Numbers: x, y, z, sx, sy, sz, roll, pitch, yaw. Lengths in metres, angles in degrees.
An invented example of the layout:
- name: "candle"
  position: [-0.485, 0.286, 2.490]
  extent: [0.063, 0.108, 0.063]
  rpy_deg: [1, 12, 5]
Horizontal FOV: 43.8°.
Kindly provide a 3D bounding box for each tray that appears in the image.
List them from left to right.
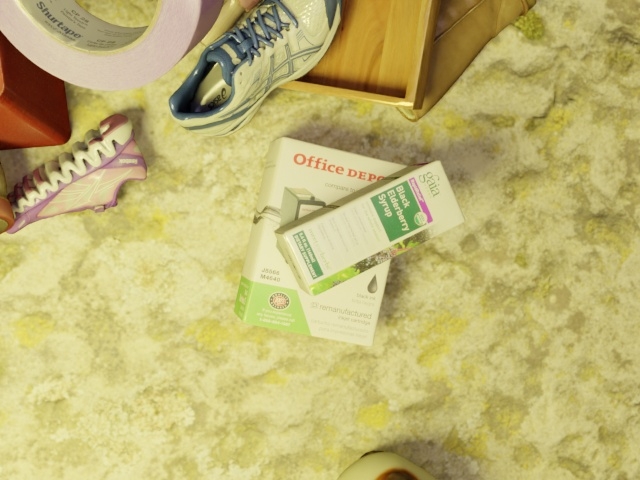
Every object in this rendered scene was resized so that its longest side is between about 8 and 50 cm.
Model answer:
- name: "tray"
  position: [0.075, -0.404, 1.117]
  extent: [0.203, 0.076, 0.410]
  rpy_deg: [13, 102, 17]

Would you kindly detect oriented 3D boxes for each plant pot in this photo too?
- name: "plant pot"
  position: [-0.481, -0.249, 1.009]
  extent: [0.268, 0.236, 0.267]
  rpy_deg: [-7, 95, -11]

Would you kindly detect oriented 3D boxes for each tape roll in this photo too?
- name: "tape roll"
  position: [-0.244, -0.308, 0.874]
  extent: [0.275, 0.090, 0.274]
  rpy_deg: [8, 125, 11]

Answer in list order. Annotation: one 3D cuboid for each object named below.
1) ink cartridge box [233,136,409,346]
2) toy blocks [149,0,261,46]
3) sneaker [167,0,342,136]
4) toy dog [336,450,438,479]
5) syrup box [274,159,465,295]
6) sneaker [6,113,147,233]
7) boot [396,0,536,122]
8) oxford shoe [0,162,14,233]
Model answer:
- name: "ink cartridge box"
  position: [0.000, 0.000, 1.179]
  extent: [0.199, 0.115, 0.272]
  rpy_deg: [12, 91, -12]
- name: "toy blocks"
  position: [-0.178, -0.452, 1.033]
  extent: [0.309, 0.288, 0.260]
  rpy_deg: [38, 92, -9]
- name: "sneaker"
  position: [-0.087, -0.253, 1.089]
  extent: [0.112, 0.131, 0.296]
  rpy_deg: [45, 107, 10]
- name: "toy dog"
  position: [0.031, 0.499, 1.164]
  extent: [0.395, 0.284, 0.408]
  rpy_deg: [40, 84, 7]
- name: "syrup box"
  position: [0.066, -0.020, 1.083]
  extent: [0.237, 0.096, 0.093]
  rpy_deg: [-25, 98, -9]
- name: "sneaker"
  position: [-0.343, -0.072, 1.126]
  extent: [0.236, 0.095, 0.104]
  rpy_deg: [-35, 123, -2]
- name: "boot"
  position: [0.170, -0.354, 1.207]
  extent: [0.269, 0.089, 0.236]
  rpy_deg: [-42, 100, -5]
- name: "oxford shoe"
  position: [-0.579, -0.044, 1.064]
  extent: [0.349, 0.123, 0.130]
  rpy_deg: [-12, 75, 2]
